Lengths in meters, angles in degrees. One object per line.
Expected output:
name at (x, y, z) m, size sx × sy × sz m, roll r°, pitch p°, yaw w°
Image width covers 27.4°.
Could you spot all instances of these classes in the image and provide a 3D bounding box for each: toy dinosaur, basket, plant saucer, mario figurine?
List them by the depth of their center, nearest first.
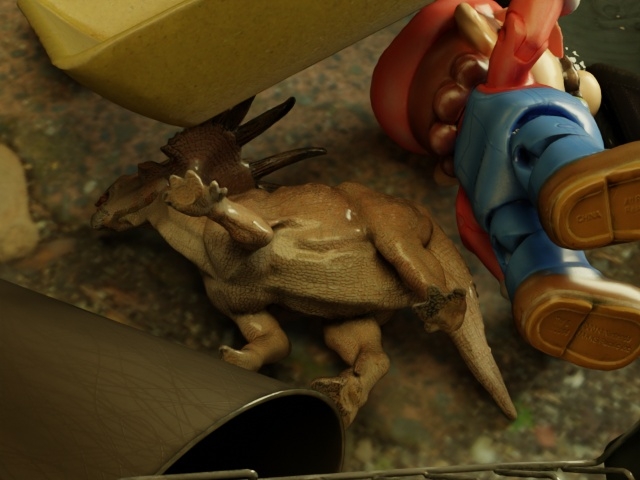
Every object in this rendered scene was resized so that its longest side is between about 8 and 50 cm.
basket at (-0.137, 0.109, 0.682) m, size 0.227 × 0.154 × 0.204 m, roll 24°, pitch 37°, yaw 32°
toy dinosaur at (0.000, 0.000, 0.812) m, size 0.296 × 0.127 × 0.200 m, roll 20°, pitch 27°, yaw -3°
mario figurine at (0.151, -0.065, 0.815) m, size 0.198 × 0.170 × 0.320 m, roll -45°, pitch 29°, yaw 16°
plant saucer at (-0.025, -0.182, 0.869) m, size 0.333 × 0.081 × 0.333 m, roll -28°, pitch 23°, yaw -7°

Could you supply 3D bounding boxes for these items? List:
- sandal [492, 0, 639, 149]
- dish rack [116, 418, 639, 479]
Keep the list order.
sandal at (0.262, -0.096, 0.894) m, size 0.167 × 0.107 × 0.446 m, roll -24°, pitch 57°, yaw -19°
dish rack at (0.043, 0.171, 0.473) m, size 0.271 × 0.074 × 0.208 m, roll 0°, pitch 73°, yaw -19°
